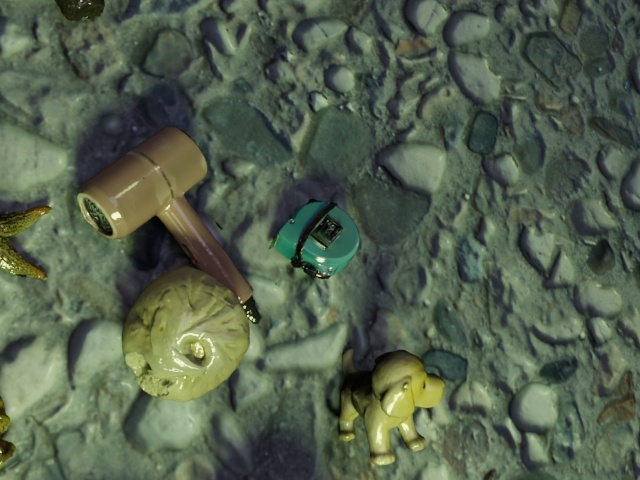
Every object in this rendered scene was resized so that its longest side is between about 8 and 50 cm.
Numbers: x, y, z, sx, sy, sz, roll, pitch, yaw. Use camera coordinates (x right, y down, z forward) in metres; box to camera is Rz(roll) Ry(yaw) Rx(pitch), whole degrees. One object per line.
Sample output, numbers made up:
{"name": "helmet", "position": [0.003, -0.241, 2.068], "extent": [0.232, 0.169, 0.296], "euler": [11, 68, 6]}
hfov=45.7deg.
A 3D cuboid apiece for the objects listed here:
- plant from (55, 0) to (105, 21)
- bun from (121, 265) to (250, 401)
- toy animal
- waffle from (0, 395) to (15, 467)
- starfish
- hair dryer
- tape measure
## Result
{"name": "plant", "position": [-0.404, -0.431, 1.232], "extent": [0.092, 0.094, 0.143], "euler": [-20, 96, -17]}
{"name": "bun", "position": [-0.198, 0.144, 1.118], "extent": [0.193, 0.128, 0.178], "euler": [-47, 111, -12]}
{"name": "toy animal", "position": [0.106, 0.256, 1.212], "extent": [0.121, 0.233, 0.168], "euler": [-11, 88, -24]}
{"name": "waffle", "position": [-0.519, 0.294, 0.963], "extent": [0.262, 0.060, 0.280], "euler": [-22, 86, -31]}
{"name": "starfish", "position": [-0.486, -0.014, 1.088], "extent": [0.208, 0.053, 0.175], "euler": [-13, 71, -36]}
{"name": "hair dryer", "position": [-0.207, 0.006, 1.201], "extent": [0.189, 0.107, 0.344], "euler": [-43, 103, -30]}
{"name": "tape measure", "position": [0.000, 0.000, 1.311], "extent": [0.125, 0.081, 0.146], "euler": [36, 57, 6]}
